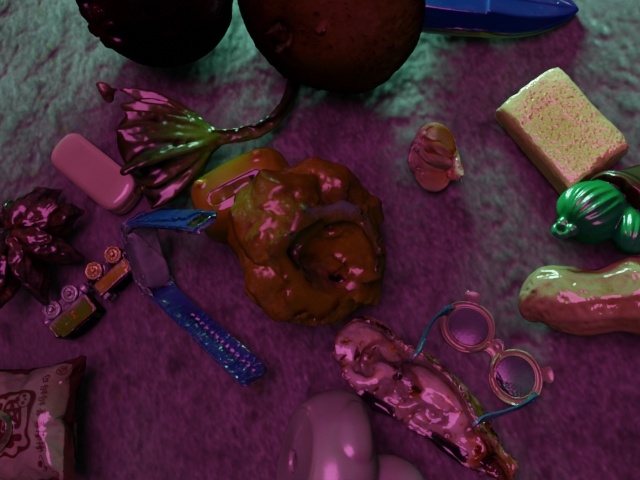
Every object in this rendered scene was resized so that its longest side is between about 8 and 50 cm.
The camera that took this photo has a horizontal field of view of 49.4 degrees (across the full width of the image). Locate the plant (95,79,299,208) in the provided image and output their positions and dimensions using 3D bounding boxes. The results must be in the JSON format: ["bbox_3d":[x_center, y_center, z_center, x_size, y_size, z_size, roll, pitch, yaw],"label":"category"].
[{"bbox_3d":[-0.203,-0.194,1.197,0.333,0.180,0.251,-14,66,11],"label":"plant"}]

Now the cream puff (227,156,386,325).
[{"bbox_3d":[0.001,0.002,1.052,0.185,0.282,0.282,-12,68,48],"label":"cream puff"}]

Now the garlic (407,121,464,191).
[{"bbox_3d":[0.183,-0.139,1.154,0.094,0.074,0.113,10,81,-21],"label":"garlic"}]

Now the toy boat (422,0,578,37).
[{"bbox_3d":[0.296,-0.409,1.203,0.295,0.088,0.129,6,76,4],"label":"toy boat"}]

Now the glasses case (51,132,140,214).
[{"bbox_3d":[-0.421,-0.126,1.305,0.196,0.050,0.083,38,84,20],"label":"glasses case"}]

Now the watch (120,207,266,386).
[{"bbox_3d":[-0.212,0.078,1.133,0.274,0.068,0.276,6,116,47],"label":"watch"}]

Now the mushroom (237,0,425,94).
[{"bbox_3d":[0.020,-0.412,1.169,0.334,0.356,0.331,-4,116,23],"label":"mushroom"}]

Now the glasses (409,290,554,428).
[{"bbox_3d":[0.210,0.188,1.004,0.190,0.220,0.088,48,128,19],"label":"glasses"}]

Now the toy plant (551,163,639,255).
[{"bbox_3d":[0.436,-0.039,1.035,0.200,0.105,0.143,-32,59,-17],"label":"toy plant"}]

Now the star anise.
[{"bbox_3d":[-0.538,0.006,1.246,0.223,0.109,0.236,-16,61,14],"label":"star anise"}]

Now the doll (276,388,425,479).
[{"bbox_3d":[0.054,0.341,1.008,0.221,0.221,0.251,-18,44,8],"label":"doll"}]

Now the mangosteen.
[{"bbox_3d":[-0.270,-0.477,1.247,0.307,0.307,0.347,38,69,20],"label":"mangosteen"}]

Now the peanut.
[{"bbox_3d":[0.423,0.082,1.013,0.256,0.123,0.124,4,76,15],"label":"peanut"}]

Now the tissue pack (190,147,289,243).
[{"bbox_3d":[-0.129,-0.077,1.183,0.178,0.127,0.123,-27,73,6],"label":"tissue pack"}]

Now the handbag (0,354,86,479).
[{"bbox_3d":[-0.501,0.310,1.162,0.235,0.127,0.213,-8,75,13],"label":"handbag"}]

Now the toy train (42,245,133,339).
[{"bbox_3d":[-0.403,0.094,1.237,0.202,0.060,0.081,-42,77,-1],"label":"toy train"}]

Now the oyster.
[{"bbox_3d":[0.159,0.243,1.060,0.345,0.078,0.129,38,107,18],"label":"oyster"}]

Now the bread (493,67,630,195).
[{"bbox_3d":[0.387,-0.176,1.119,0.125,0.068,0.188,-35,69,2],"label":"bread"}]
